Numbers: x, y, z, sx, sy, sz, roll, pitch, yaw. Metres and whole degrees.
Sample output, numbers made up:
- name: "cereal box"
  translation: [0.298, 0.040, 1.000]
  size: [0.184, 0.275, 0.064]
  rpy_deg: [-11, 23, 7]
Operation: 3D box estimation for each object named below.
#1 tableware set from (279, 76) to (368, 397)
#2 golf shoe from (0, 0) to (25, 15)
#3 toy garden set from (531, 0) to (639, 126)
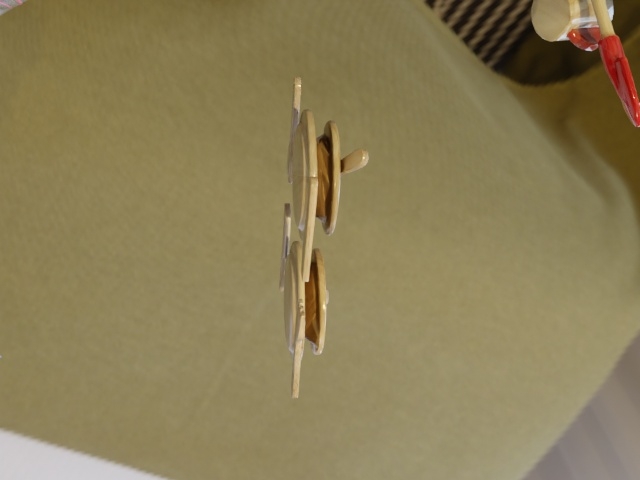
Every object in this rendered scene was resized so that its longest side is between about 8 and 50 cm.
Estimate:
- name: "tableware set"
  translation: [0.000, 0.000, 0.858]
  size: [0.039, 0.128, 0.194]
  rpy_deg: [0, 129, -7]
- name: "golf shoe"
  translation: [-0.226, -0.170, 0.700]
  size: [0.120, 0.105, 0.273]
  rpy_deg: [-46, 166, 18]
- name: "toy garden set"
  translation: [0.150, -0.176, 0.575]
  size: [0.049, 0.244, 0.204]
  rpy_deg: [-10, 161, -36]
